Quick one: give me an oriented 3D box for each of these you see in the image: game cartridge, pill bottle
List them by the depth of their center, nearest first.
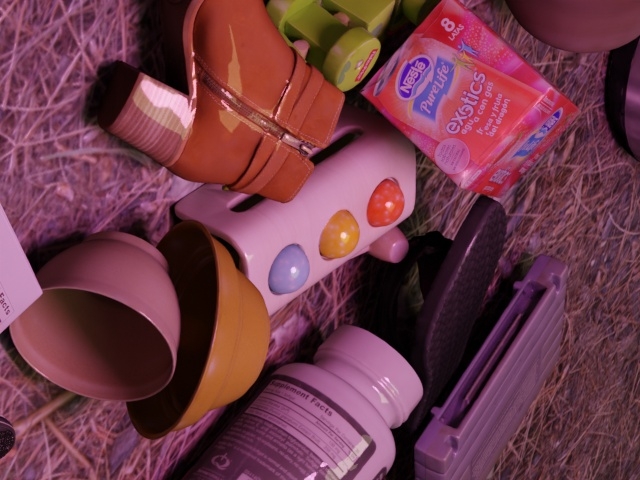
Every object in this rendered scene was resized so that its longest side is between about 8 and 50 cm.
[{"bbox_3d":[-0.027,0.251,2.075,0.318,0.176,0.176,-48,144,-23],"label":"pill bottle"},{"bbox_3d":[0.226,0.213,2.458,0.355,0.068,0.230,-53,160,-31],"label":"game cartridge"}]

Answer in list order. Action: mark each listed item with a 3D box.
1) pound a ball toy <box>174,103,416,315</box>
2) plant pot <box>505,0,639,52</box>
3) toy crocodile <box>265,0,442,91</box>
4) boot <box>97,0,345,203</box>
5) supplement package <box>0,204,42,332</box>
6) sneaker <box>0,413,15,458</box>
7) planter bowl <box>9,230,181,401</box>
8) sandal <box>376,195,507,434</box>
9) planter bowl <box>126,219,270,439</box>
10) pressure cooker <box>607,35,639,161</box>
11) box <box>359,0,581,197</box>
[{"bbox_3d":[0.000,0.000,1.984,0.319,0.135,0.208,-34,136,-38],"label":"pound a ball toy"},{"bbox_3d":[0.304,-0.364,2.058,0.323,0.323,0.280,-51,162,-20],"label":"plant pot"},{"bbox_3d":[0.042,-0.235,1.909,0.340,0.115,0.105,-39,159,-31],"label":"toy crocodile"},{"bbox_3d":[-0.056,-0.178,1.738,0.220,0.109,0.283,23,97,-31],"label":"boot"},{"bbox_3d":[-0.393,0.028,1.389,0.263,0.199,0.198,-47,142,-26],"label":"supplement package"},{"bbox_3d":[-0.346,0.213,1.693,0.178,0.077,0.072,-22,129,-48],"label":"sneaker"},{"bbox_3d":[-0.202,0.060,1.742,0.162,0.162,0.109,76,22,-45],"label":"planter bowl"},{"bbox_3d":[0.121,0.093,2.212,0.167,0.107,0.446,-53,166,-32],"label":"sandal"},{"bbox_3d":[-0.110,0.095,1.802,0.090,0.217,0.217,13,102,-26],"label":"planter bowl"},{"bbox_3d":[0.646,-0.210,2.491,0.375,0.420,0.370,18,96,-58],"label":"pressure cooker"},{"bbox_3d":[0.169,-0.151,1.997,0.142,0.154,0.300,-48,169,9],"label":"box"}]
